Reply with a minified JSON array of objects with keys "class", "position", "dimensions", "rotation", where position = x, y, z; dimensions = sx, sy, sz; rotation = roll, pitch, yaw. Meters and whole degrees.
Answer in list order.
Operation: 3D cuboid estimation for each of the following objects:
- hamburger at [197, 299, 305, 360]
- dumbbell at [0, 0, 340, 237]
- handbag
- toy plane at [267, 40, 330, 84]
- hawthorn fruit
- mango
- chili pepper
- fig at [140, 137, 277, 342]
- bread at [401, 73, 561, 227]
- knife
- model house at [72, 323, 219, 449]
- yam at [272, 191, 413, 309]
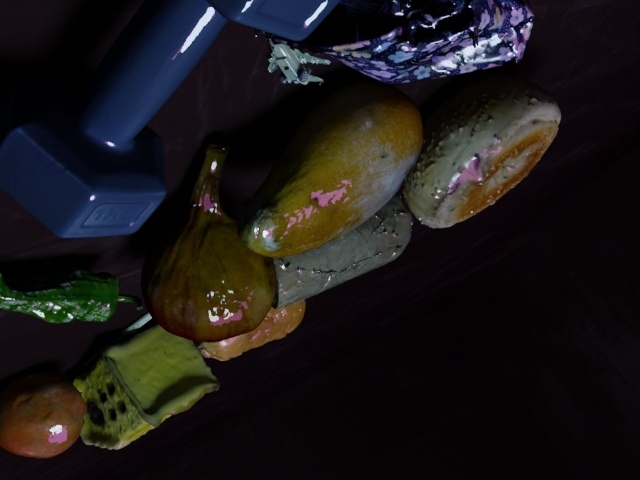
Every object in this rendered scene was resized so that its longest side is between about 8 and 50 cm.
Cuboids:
[{"class":"hamburger","position":[-0.129,0.142,1.406],"dimensions":[0.262,0.124,0.131],"rotation":[-18,157,-44]},{"class":"dumbbell","position":[-0.131,-0.144,0.553],"dimensions":[0.325,0.160,0.144],"rotation":[-43,-168,29]},{"class":"handbag","position":[0.068,-0.217,0.668],"dimensions":[0.228,0.127,0.207],"rotation":[8,-171,34]},{"class":"toy plane","position":[-0.032,-0.192,0.761],"dimensions":[0.080,0.033,0.083],"rotation":[4,156,35]},{"class":"hawthorn fruit","position":[-0.484,0.292,1.169],"dimensions":[0.189,0.149,0.149],"rotation":[-4,155,-14]},{"class":"mango","position":[0.015,-0.084,0.910],"dimensions":[0.316,0.146,0.193],"rotation":[-45,159,-28]},{"class":"chili pepper","position":[-0.340,0.064,0.870],"dimensions":[0.100,0.074,0.257],"rotation":[-22,164,28]},{"class":"fig","position":[-0.144,-0.008,0.963],"dimensions":[0.190,0.190,0.290],"rotation":[-13,117,-50]},{"class":"bread","position":[0.260,-0.158,1.194],"dimensions":[0.305,0.159,0.305],"rotation":[-35,163,-13]},{"class":"knife","position":[-0.349,0.167,1.264],"dimensions":[0.207,0.014,0.030],"rotation":[-37,164,8]},{"class":"model house","position":[-0.338,0.286,1.307],"dimensions":[0.234,0.175,0.193],"rotation":[-46,169,34]},{"class":"yam","position":[0.000,0.000,1.169],"dimensions":[0.304,0.168,0.168],"rotation":[-19,159,-38]}]
